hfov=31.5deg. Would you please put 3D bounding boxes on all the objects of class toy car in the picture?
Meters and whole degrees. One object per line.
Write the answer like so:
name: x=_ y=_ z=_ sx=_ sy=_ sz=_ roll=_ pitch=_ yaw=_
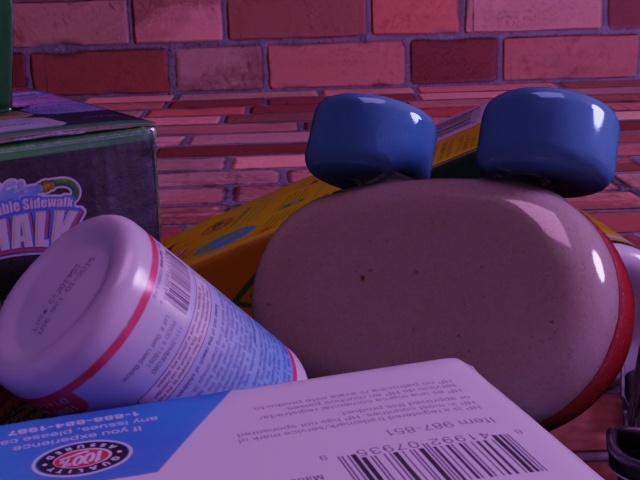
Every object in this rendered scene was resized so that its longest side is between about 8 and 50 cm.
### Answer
toy car: x=0.099 y=0.055 z=0.671 sx=0.210 sy=0.219 sz=0.238 roll=2 pitch=-15 yaw=32

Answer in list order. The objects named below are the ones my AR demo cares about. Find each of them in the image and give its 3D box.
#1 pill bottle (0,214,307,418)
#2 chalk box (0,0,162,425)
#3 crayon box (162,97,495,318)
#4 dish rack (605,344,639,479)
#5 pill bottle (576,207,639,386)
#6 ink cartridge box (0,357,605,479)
pill bottle: x=-0.062 y=0.066 z=0.514 sx=0.087 sy=0.160 sz=0.087 roll=-29 pitch=38 yaw=25
chalk box: x=-0.193 y=0.016 z=0.576 sx=0.180 sy=0.288 sz=0.179 roll=-11 pitch=17 yaw=-33
crayon box: x=0.000 y=0.000 z=0.880 sx=0.319 sy=0.081 sz=0.202 roll=-21 pitch=11 yaw=16
dish rack: x=0.262 y=0.102 z=0.623 sx=0.208 sy=0.074 sz=0.271 roll=3 pitch=15 yaw=13
pill bottle: x=0.180 y=0.031 z=0.839 sx=0.103 sy=0.103 sz=0.184 roll=-3 pitch=15 yaw=-6
ink cartridge box: x=0.004 y=0.157 z=0.339 sx=0.223 sy=0.129 sz=0.307 roll=-6 pitch=15 yaw=-15
